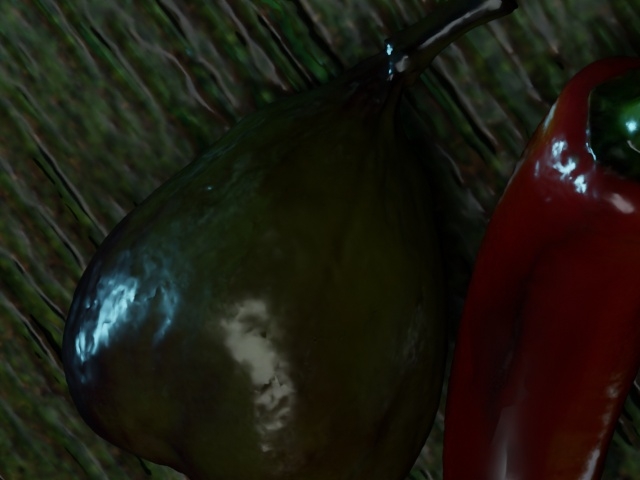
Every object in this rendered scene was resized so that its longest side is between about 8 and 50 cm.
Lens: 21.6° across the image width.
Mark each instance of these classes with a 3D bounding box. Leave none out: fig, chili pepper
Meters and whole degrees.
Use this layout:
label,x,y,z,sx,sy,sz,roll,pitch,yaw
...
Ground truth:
label,x,y,z,sx,sy,sz,roll,pitch,yaw
fig,0.000,0.001,0.722,0.170,0.145,0.274,35,112,13
chili pepper,0.111,0.054,0.711,0.092,0.137,0.368,0,125,-12
